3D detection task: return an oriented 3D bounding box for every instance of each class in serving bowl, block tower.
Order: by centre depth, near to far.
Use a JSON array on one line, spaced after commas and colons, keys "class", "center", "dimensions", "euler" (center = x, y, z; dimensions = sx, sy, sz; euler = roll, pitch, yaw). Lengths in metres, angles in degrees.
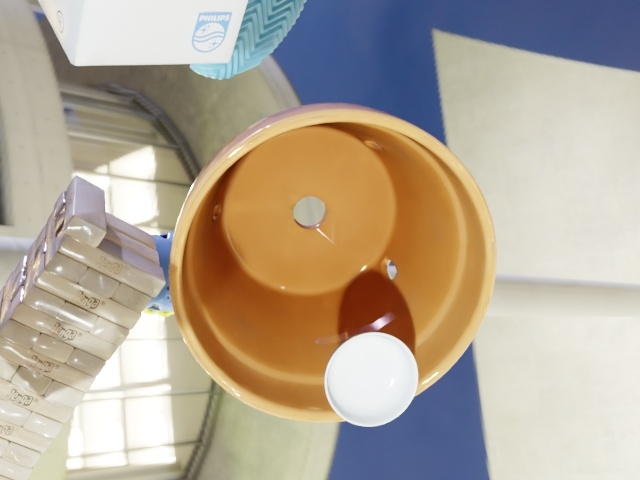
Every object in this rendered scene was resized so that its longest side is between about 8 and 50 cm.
[{"class": "block tower", "center": [-0.255, 0.115, 0.779], "dimensions": [0.335, 0.097, 0.091], "euler": [-55, -154, 13]}, {"class": "serving bowl", "center": [0.042, 0.118, 0.803], "dimensions": [0.027, 0.083, 0.083], "euler": [-143, -116, -75]}]

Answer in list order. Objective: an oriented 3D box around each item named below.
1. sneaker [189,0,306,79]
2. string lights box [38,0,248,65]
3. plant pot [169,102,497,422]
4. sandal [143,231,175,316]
[{"class": "sneaker", "center": [-0.054, -0.223, 0.633], "dimensions": [0.092, 0.087, 0.229], "euler": [16, -91, 26]}, {"class": "string lights box", "center": [-0.058, -0.208, 0.335], "dimensions": [0.133, 0.076, 0.260], "euler": [57, -41, 33]}, {"class": "plant pot", "center": [0.000, 0.000, 0.894], "dimensions": [0.203, 0.290, 0.291], "euler": [-115, -136, -70]}, {"class": "sandal", "center": [-0.140, 0.041, 1.307], "dimensions": [0.138, 0.317, 0.126], "euler": [141, -53, -67]}]
